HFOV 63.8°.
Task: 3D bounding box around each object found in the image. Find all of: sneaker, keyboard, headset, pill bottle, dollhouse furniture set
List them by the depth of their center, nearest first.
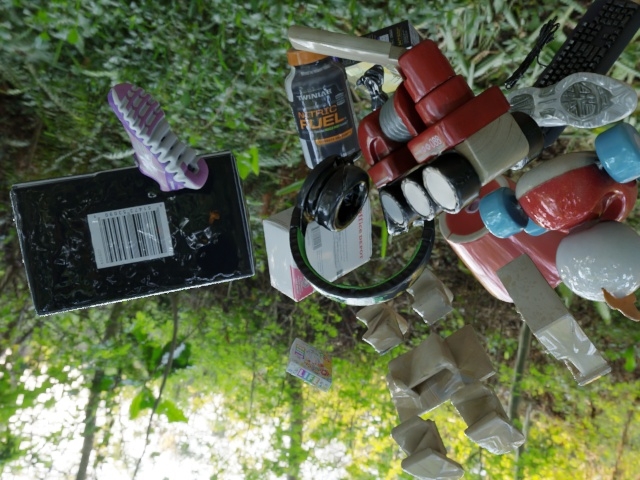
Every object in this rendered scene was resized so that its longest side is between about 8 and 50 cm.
[{"bbox_3d":[0.077,-0.093,0.876,0.243,0.395,0.185,5,157,16],"label":"headset"},{"bbox_3d":[0.446,-0.242,0.901,0.115,0.091,0.232,-10,-165,-31],"label":"sneaker"},{"bbox_3d":[-0.325,-0.182,0.980,0.104,0.095,0.236,-18,123,30],"label":"sneaker"},{"bbox_3d":[0.472,-0.348,1.031,0.033,0.317,0.201,29,-171,-40],"label":"keyboard"},{"bbox_3d":[0.328,0.244,1.052,0.394,0.362,0.256,-37,129,18],"label":"dollhouse furniture set"},{"bbox_3d":[0.002,-0.281,1.066,0.130,0.130,0.246,4,126,33],"label":"pill bottle"}]

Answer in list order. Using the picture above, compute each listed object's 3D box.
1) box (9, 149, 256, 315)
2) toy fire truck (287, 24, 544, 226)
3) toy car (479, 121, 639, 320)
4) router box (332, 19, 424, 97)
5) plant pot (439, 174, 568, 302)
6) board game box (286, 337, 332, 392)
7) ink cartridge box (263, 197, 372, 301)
[{"bbox_3d":[-0.421,-0.022,1.323,0.478,0.298,0.472,-10,-177,-6],"label":"box"},{"bbox_3d":[0.084,-0.144,0.583,0.158,0.247,0.217,-33,-177,-12],"label":"toy fire truck"},{"bbox_3d":[0.390,-0.001,0.724,0.210,0.238,0.219,-3,160,-43],"label":"toy car"},{"bbox_3d":[0.199,-0.535,1.553,0.242,0.081,0.308,-9,176,27],"label":"router box"},{"bbox_3d":[0.438,-0.023,1.245,0.243,0.275,0.274,33,161,-28],"label":"plant pot"},{"bbox_3d":[-0.023,0.285,1.191,0.103,0.026,0.154,29,-171,-3],"label":"board game box"},{"bbox_3d":[0.000,0.000,1.049,0.217,0.159,0.092,-25,-146,-34],"label":"ink cartridge box"}]
